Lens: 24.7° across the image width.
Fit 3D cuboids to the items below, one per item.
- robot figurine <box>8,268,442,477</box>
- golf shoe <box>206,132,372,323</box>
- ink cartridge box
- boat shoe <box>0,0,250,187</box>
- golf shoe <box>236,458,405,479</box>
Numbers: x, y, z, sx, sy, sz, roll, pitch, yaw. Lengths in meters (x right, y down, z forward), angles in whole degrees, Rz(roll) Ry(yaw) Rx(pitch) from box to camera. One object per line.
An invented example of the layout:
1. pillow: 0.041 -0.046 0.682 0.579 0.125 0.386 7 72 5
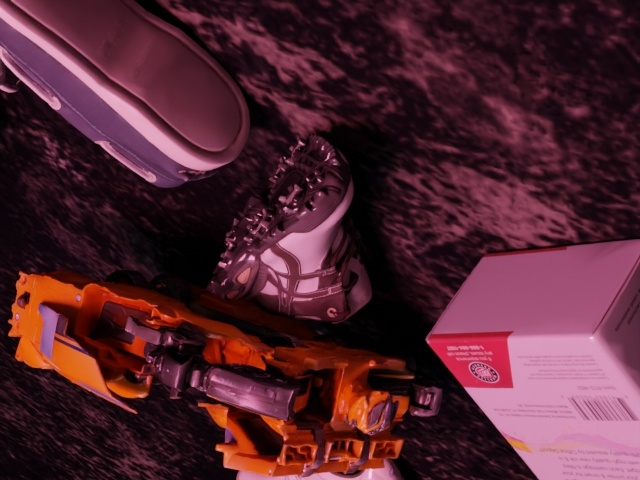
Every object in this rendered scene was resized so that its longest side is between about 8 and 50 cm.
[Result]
1. robot figurine: -0.063 0.083 0.963 0.291 0.085 0.211 19 -171 43
2. golf shoe: 0.000 0.000 0.877 0.094 0.077 0.198 28 160 -7
3. ink cartridge box: 0.163 0.089 0.814 0.127 0.072 0.175 -7 129 51
4. boat shoe: -0.152 -0.125 0.833 0.254 0.095 0.079 39 141 -22
5. golf shoe: 0.001 0.182 1.159 0.176 0.069 0.086 6 119 39
